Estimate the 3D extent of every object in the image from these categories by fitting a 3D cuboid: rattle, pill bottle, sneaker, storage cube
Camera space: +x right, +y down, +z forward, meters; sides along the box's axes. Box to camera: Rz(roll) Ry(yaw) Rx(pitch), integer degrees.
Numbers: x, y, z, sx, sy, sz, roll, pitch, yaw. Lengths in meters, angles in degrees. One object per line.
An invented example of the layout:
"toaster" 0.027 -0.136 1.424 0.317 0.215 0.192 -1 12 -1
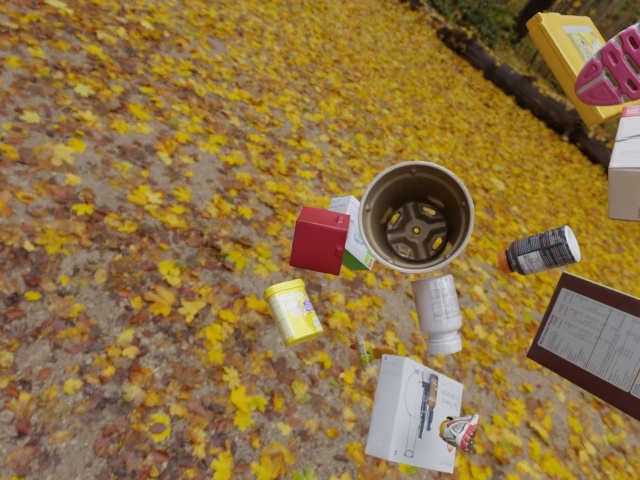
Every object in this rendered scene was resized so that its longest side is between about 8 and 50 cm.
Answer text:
"rattle" 0.190 0.405 1.818 0.130 0.142 0.200 62 -3 7
"pill bottle" 0.363 0.226 1.457 0.131 0.131 0.229 -7 85 -47
"pill bottle" 0.741 0.045 1.627 0.130 0.245 0.131 26 54 -42
"sneaker" 0.375 0.505 1.280 0.092 0.088 0.225 16 -8 25
"storage cube" 0.000 0.000 1.777 0.193 0.215 0.184 12 22 2
"sneaker" 0.306 -0.181 0.419 0.063 0.170 0.075 50 22 -2

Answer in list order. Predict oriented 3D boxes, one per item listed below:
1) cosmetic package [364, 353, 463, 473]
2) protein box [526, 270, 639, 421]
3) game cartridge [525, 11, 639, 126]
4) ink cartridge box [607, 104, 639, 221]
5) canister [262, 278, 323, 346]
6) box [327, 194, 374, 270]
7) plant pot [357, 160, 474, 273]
"cosmetic package" 0.303 0.541 1.461 0.377 0.097 0.285 32 65 -41
"protein box" 0.438 0.155 0.638 0.199 0.136 0.201 17 7 -34
"game cartridge" 0.644 -0.420 1.141 0.323 0.052 0.285 -22 80 -42
"ink cartridge box" 0.698 -0.170 1.041 0.218 0.092 0.159 -59 138 -31
"canister" -0.078 0.208 1.362 0.126 0.073 0.170 -12 64 -31
"box" 0.133 -0.028 2.066 0.262 0.126 0.231 41 59 -38
"plant pot" 0.305 -0.049 1.518 0.334 0.334 0.305 45 3 14
